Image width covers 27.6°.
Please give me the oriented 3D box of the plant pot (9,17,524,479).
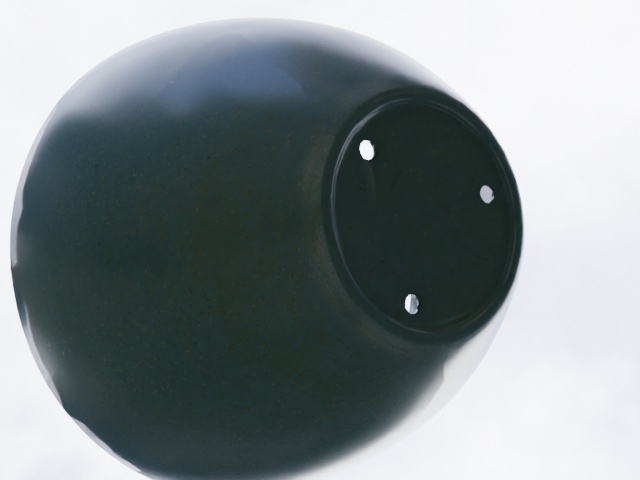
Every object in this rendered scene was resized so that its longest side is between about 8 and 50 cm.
[{"bbox_3d":[0.000,0.000,0.734,0.290,0.195,0.290,6,-100,-34],"label":"plant pot"}]
